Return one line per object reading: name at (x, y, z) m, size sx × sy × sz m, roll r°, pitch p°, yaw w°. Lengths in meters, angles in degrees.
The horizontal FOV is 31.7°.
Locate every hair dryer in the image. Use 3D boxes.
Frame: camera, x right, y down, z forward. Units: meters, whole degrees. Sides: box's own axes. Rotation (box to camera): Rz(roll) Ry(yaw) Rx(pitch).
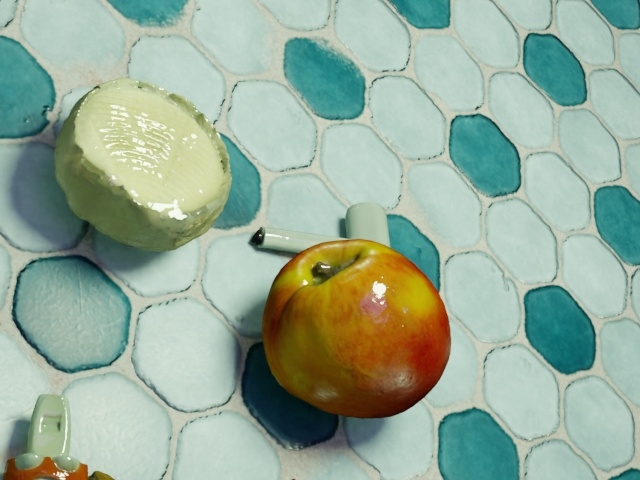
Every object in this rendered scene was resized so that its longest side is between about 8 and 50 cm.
hair dryer at (0.000, 0.000, 1.782) m, size 0.236 × 0.073 × 0.131 m, roll 6°, pitch 63°, yaw -22°

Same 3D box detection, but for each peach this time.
peach at (0.051, 0.136, 1.632) m, size 0.281 × 0.281 × 0.238 m, roll 14°, pitch 17°, yaw -28°

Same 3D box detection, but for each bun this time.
bun at (-0.254, -0.096, 1.593) m, size 0.259 × 0.152 × 0.259 m, roll 21°, pitch 45°, yaw -23°

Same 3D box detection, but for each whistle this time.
whistle at (-0.335, 0.310, 1.373) m, size 0.101 × 0.106 × 0.253 m, roll 26°, pitch 54°, yaw -41°

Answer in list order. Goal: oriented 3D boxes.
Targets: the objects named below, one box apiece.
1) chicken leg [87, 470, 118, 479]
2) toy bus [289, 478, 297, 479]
chicken leg at (-0.210, 0.392, 1.428) m, size 0.251 × 0.087 × 0.107 m, roll 45°, pitch 59°, yaw -1°
toy bus at (-0.058, 0.380, 1.557) m, size 0.031 × 0.043 × 0.110 m, roll 44°, pitch 49°, yaw -12°
